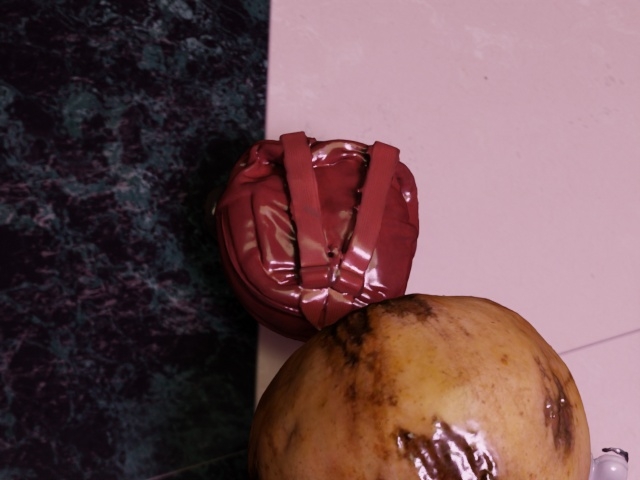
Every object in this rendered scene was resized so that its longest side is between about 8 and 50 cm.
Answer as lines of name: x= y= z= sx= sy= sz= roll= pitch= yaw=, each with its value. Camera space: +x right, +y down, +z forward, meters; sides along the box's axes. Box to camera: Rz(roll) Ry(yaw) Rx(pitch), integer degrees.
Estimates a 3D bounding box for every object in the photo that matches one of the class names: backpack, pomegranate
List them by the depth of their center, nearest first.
pomegranate: x=0.088 y=0.187 z=1.673 sx=0.322 sy=0.322 sz=0.322 roll=10 pitch=57 yaw=-16
backpack: x=-0.001 y=0.002 z=1.857 sx=0.229 sy=0.139 sz=0.229 roll=11 pitch=54 yaw=-16

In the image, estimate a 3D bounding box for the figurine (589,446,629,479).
figurine: x=0.242 y=0.313 z=1.793 sx=0.138 sy=0.110 sz=0.245 roll=11 pitch=53 yaw=-4
